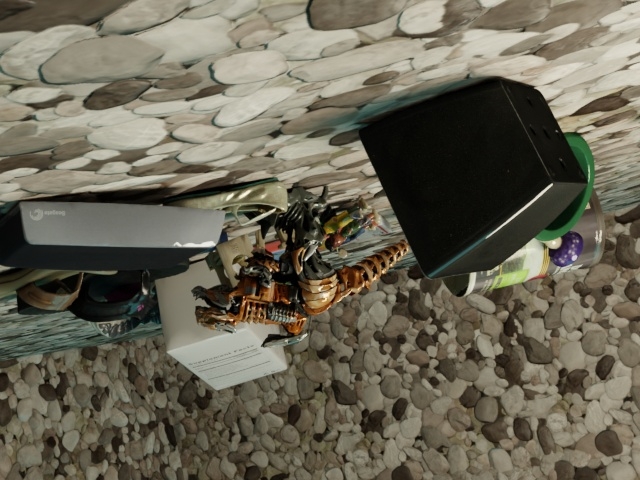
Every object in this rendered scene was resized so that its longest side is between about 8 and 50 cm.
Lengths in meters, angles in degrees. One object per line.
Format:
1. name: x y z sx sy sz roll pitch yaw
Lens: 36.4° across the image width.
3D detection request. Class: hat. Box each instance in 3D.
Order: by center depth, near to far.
1. hat: 0.326 -0.103 1.592 0.173 0.208 0.183 -47 -136 -14

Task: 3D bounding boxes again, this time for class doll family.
1. doll family: 0.031 -0.021 1.677 0.111 0.076 0.193 -32 171 -8

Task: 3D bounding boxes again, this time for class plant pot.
1. plant pot: 0.186 -0.081 1.102 0.167 0.188 0.187 -32 165 29

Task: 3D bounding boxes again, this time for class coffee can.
1. coffee can: 0.371 -0.017 1.866 0.275 0.201 0.201 -12 173 -12

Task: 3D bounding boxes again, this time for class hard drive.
1. hard drive: -0.261 -0.003 1.194 0.255 0.054 0.172 2 166 -33

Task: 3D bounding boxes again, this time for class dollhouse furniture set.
1. dollhouse furniture set: -0.102 0.038 1.709 0.161 0.101 0.182 -22 178 -14

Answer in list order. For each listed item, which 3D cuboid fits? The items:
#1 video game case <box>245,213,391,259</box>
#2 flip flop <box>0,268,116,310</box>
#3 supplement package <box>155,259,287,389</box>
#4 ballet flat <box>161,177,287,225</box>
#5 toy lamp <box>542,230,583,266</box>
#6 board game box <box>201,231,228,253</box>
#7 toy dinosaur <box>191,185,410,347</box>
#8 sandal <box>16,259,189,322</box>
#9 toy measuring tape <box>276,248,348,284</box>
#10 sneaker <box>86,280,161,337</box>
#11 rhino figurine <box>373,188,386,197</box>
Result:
1. video game case: 0.000 0.000 2.026 0.285 0.025 0.204 -15 174 8
2. flip flop: -0.439 0.078 1.539 0.277 0.080 0.112 -15 173 17
3. supplement package: -0.205 0.175 2.045 0.175 0.177 0.293 -17 153 7
4. ballet flat: -0.123 -0.042 1.279 0.168 0.052 0.057 -12 173 -10
5. toy lamp: 0.340 -0.039 1.681 0.275 0.080 0.080 30 150 -28
6. board game box: -0.216 0.010 1.686 0.090 0.020 0.090 -10 172 -25
7. toy dinosaur: -0.034 0.042 1.458 0.322 0.218 0.164 -9 171 -34
8. sandal: -0.375 0.101 1.714 0.168 0.107 0.446 -1 167 -44
9. toy measuring tape: -0.082 0.112 2.433 0.330 0.121 0.121 -14 174 5
10. sneaker: -0.388 0.120 2.060 0.110 0.107 0.275 19 -159 38
11. rhino figurine: 0.198 -0.089 1.460 0.243 0.073 0.106 -13 171 9
